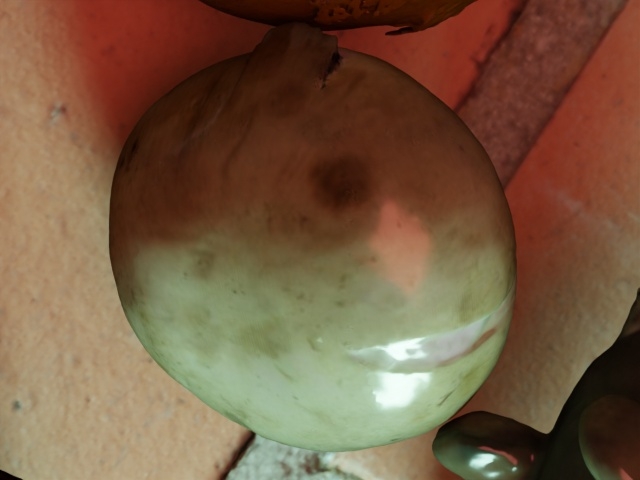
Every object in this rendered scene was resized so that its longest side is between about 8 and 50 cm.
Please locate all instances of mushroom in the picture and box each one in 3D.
[{"bbox_3d":[0.000,0.000,1.044,0.184,0.255,0.255,-28,115,-45],"label":"mushroom"}]

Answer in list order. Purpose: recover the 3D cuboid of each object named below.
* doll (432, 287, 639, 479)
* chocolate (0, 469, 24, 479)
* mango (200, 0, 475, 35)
[{"bbox_3d":[0.234,0.196,1.117,0.379,0.252,0.382,-20,143,-31],"label":"doll"},{"bbox_3d":[-0.313,0.253,0.944,0.331,0.383,0.383,21,97,-13],"label":"chocolate"},{"bbox_3d":[-0.004,-0.186,1.026,0.249,0.156,0.151,7,143,-30],"label":"mango"}]
